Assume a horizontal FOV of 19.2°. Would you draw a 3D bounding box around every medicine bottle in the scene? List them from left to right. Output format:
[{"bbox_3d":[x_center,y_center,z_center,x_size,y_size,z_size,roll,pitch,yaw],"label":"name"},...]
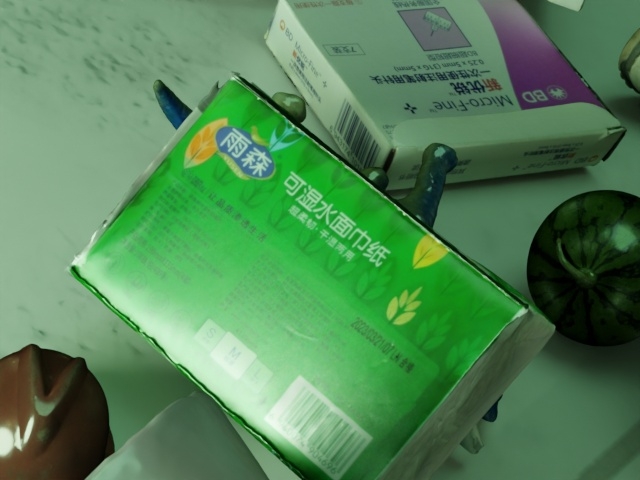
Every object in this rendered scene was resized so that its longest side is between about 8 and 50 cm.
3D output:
[{"bbox_3d":[0.085,-0.107,1.315,0.201,0.052,0.171,-7,47,-32],"label":"medicine bottle"}]

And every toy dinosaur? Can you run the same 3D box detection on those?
[{"bbox_3d":[0.000,0.000,1.133,0.248,0.075,0.188,23,41,-13],"label":"toy dinosaur"}]

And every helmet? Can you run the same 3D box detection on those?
[{"bbox_3d":[-0.141,0.090,0.960,0.089,0.057,0.111,18,38,-12],"label":"helmet"}]

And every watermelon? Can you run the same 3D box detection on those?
[{"bbox_3d":[0.175,0.019,1.173,0.109,0.109,0.109,15,39,-12],"label":"watermelon"}]

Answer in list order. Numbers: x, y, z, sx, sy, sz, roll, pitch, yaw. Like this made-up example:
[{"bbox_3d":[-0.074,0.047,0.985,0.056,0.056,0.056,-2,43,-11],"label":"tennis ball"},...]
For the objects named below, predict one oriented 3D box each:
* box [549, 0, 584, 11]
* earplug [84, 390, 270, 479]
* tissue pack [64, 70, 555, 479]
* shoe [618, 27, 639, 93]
[{"bbox_3d":[0.121,-0.291,1.457,0.194,0.111,0.260,19,23,-6],"label":"box"},{"bbox_3d":[0.001,0.227,0.809,0.301,0.172,0.172,41,41,11],"label":"earplug"},{"bbox_3d":[0.002,0.038,1.038,0.209,0.148,0.156,39,0,19],"label":"tissue pack"},{"bbox_3d":[0.305,-0.104,1.402,0.180,0.089,0.092,12,41,-27],"label":"shoe"}]
